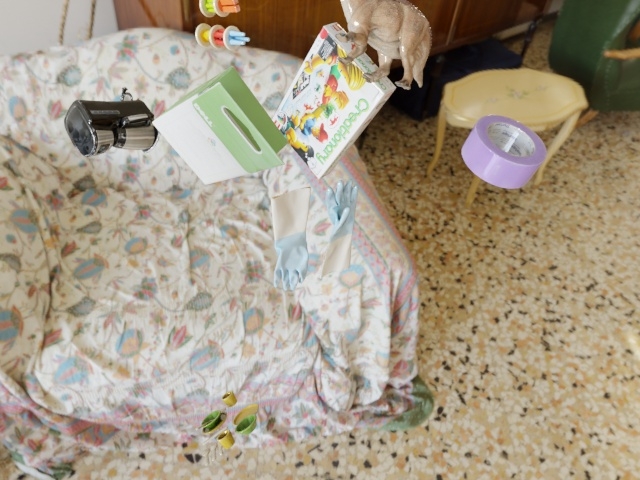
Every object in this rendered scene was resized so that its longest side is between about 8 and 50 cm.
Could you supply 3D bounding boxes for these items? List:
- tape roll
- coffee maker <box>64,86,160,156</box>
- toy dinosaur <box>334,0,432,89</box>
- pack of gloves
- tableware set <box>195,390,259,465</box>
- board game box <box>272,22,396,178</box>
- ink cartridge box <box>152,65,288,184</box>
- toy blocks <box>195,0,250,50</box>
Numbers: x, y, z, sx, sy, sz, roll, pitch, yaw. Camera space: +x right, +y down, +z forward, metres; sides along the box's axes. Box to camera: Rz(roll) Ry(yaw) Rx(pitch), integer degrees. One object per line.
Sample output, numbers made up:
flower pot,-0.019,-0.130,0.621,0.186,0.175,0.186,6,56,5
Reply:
tape roll,0.457,-0.224,1.251,0.189,0.080,0.189,9,49,-10
coffee maker,-0.506,-0.281,1.191,0.171,0.120,0.178,41,32,21
toy dinosaur,0.128,-0.406,0.920,0.296,0.200,0.127,26,3,-27
pack of gloves,0.000,0.000,0.964,0.195,0.232,0.046,-21,42,-30
tableware set,-0.144,0.276,0.775,0.104,0.024,0.154,-34,11,-9
board game box,0.016,-0.304,1.138,0.193,0.305,0.053,49,50,6
ink cartridge box,-0.112,-0.136,0.600,0.062,0.109,0.209,-49,26,-25
toy blocks,-0.216,-0.503,1.146,0.148,0.123,0.054,21,16,34
